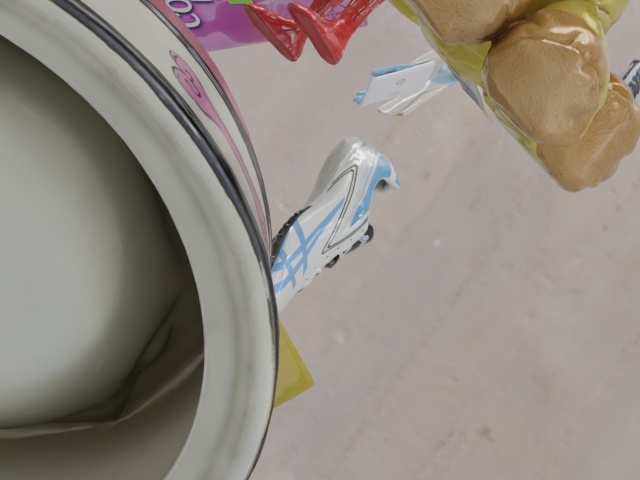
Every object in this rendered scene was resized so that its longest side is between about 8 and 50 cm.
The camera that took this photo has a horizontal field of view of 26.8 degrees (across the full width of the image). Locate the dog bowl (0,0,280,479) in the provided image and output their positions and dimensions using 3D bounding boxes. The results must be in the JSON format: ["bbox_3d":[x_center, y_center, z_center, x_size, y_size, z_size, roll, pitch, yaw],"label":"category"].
[{"bbox_3d":[-0.209,0.002,0.733,0.408,0.408,0.150,-28,20,22],"label":"dog bowl"}]

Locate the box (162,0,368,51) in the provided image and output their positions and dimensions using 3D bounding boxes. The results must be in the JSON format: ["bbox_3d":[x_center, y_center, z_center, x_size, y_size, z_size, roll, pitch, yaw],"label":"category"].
[{"bbox_3d":[-0.091,-0.310,1.372,0.242,0.213,0.117,-6,58,14],"label":"box"}]

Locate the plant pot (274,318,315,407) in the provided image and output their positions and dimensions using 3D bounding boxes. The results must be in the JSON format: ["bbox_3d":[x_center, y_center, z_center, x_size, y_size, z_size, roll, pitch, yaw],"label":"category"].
[{"bbox_3d":[-0.170,0.161,1.986,0.187,0.212,0.212,-39,37,-17],"label":"plant pot"}]

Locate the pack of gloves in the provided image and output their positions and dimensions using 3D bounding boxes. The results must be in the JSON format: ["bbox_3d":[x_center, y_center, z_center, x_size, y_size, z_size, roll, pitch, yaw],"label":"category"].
[{"bbox_3d":[0.165,-0.276,2.108,0.232,0.046,0.195,-33,21,-17],"label":"pack of gloves"}]

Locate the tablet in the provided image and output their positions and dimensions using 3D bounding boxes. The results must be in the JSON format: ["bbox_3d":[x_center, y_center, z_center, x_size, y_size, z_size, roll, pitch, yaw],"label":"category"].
[{"bbox_3d":[0.086,-0.173,1.492,0.083,0.054,0.006,-19,68,-23],"label":"tablet"}]

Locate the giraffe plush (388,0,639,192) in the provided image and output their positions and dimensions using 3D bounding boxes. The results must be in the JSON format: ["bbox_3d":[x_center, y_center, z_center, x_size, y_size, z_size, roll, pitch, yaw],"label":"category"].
[{"bbox_3d":[0.127,-0.140,0.640,0.170,0.210,0.181,-41,83,6],"label":"giraffe plush"}]

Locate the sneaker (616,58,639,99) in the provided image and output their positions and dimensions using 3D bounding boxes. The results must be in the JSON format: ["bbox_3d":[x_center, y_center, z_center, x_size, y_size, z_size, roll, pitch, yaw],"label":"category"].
[{"bbox_3d":[0.364,-0.186,1.726,0.058,0.052,0.135,36,80,26],"label":"sneaker"}]

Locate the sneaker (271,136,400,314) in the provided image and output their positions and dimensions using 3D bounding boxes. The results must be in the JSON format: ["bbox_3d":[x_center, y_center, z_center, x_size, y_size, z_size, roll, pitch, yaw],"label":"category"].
[{"bbox_3d":[0.000,0.000,1.327,0.237,0.086,0.085,-55,6,-24],"label":"sneaker"}]

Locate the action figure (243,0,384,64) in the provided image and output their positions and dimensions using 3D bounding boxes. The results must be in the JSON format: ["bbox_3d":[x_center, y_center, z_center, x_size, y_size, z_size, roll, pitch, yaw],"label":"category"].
[{"bbox_3d":[0.047,-0.254,0.821,0.280,0.139,0.091,-48,30,-15],"label":"action figure"}]
